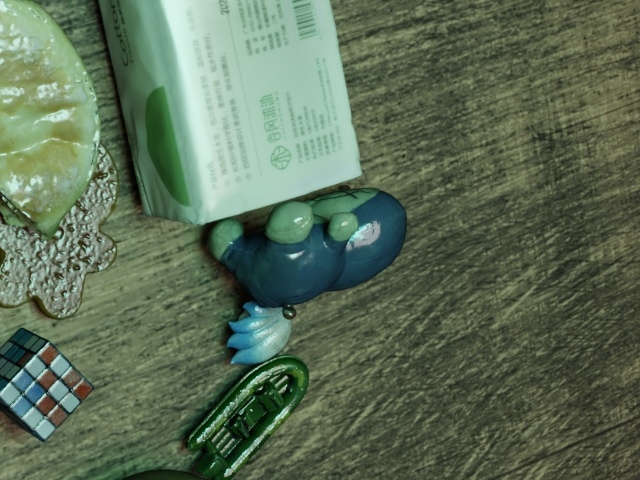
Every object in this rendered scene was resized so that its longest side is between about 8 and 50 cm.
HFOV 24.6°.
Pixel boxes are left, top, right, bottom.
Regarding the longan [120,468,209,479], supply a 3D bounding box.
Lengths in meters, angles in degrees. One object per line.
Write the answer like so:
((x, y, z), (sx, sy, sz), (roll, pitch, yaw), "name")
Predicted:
((-0.206, 0.412, 1.849), (0.258, 0.258, 0.258), (-6, 101, -32), "longan")

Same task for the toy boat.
((-0.096, 0.238, 1.995), (0.210, 0.052, 0.104), (-44, 123, -19), "toy boat")

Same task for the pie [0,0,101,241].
((-0.399, -0.147, 1.689), (0.338, 0.075, 0.337), (-6, 101, -33), "pie")

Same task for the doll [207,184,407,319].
((0.000, 0.000, 1.931), (0.258, 0.228, 0.154), (-27, 95, -43), "doll")

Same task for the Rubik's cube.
((-0.352, 0.175, 1.797), (0.092, 0.092, 0.092), (-48, 119, -17), "Rubik's cube")

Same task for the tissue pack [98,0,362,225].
((-0.117, -0.223, 1.827), (0.266, 0.194, 0.356), (-18, 105, -29), "tissue pack")

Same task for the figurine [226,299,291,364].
((-0.087, 0.126, 1.975), (0.114, 0.079, 0.114), (-39, 152, -25), "figurine")

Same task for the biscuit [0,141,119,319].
((-0.328, -0.022, 1.814), (0.180, 0.039, 0.236), (19, 87, -29), "biscuit")
